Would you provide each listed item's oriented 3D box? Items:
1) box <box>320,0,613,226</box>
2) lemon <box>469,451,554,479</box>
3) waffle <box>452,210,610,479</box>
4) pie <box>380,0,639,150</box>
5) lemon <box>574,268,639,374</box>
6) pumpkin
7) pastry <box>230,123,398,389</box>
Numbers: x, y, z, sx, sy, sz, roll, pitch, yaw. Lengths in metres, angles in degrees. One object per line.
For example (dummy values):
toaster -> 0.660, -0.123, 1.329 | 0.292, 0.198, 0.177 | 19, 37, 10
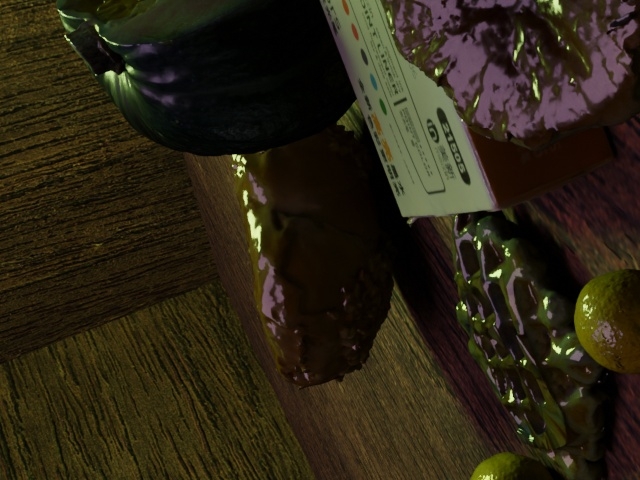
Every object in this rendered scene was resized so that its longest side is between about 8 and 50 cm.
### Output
box -> 0.072, -0.154, 0.797 | 0.221, 0.091, 0.274 | 167, 82, -79
lemon -> 0.174, 0.232, 1.078 | 0.111, 0.082, 0.082 | 126, 122, -74
waffle -> 0.155, 0.076, 0.936 | 0.223, 0.054, 0.204 | 79, 167, -48
pie -> 0.104, -0.132, 0.602 | 0.195, 0.046, 0.195 | 29, 131, 41
lemon -> 0.181, 0.047, 0.706 | 0.083, 0.062, 0.062 | -124, 15, -67
pumpkin -> -0.077, -0.179, 1.082 | 0.293, 0.263, 0.197 | 40, 161, 54
pastry -> 0.000, 0.000, 1.305 | 0.255, 0.161, 0.311 | 64, -167, -79
